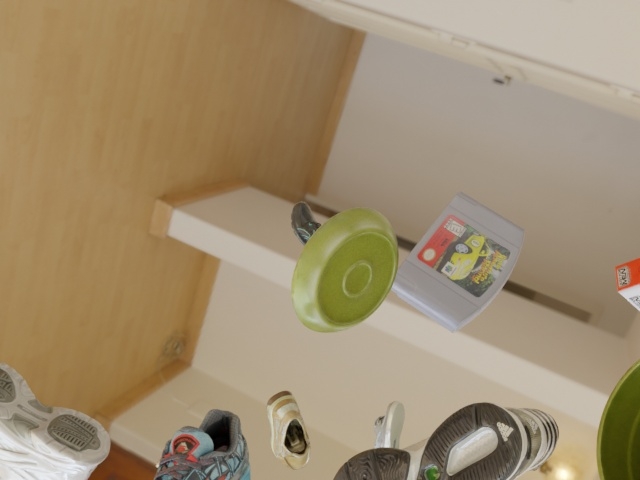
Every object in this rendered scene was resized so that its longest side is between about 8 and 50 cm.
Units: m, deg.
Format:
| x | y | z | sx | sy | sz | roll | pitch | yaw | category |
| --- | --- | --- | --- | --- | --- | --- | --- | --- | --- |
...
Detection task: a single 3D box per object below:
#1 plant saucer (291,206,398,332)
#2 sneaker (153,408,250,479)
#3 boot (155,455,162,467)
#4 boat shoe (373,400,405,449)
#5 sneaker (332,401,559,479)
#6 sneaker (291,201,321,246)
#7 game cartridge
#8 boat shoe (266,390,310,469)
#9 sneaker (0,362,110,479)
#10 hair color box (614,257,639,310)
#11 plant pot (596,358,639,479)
| x | y | z | sx | sy | sz | roll | pitch | yaw | category |
| --- | --- | --- | --- | --- | --- | --- | --- | --- | --- |
| 0.056 | 0.061 | 1.146 | 0.240 | 0.037 | 0.241 | -19 | 122 | -33 | plant saucer |
| -0.165 | 0.272 | 0.733 | 0.262 | 0.104 | 0.125 | -31 | 125 | -69 | sneaker |
| -0.451 | 0.704 | 2.079 | 0.059 | 0.084 | 0.158 | -58 | 155 | 14 | boot |
| 0.191 | 0.566 | 1.937 | 0.079 | 0.081 | 0.228 | -22 | 125 | -47 | boat shoe |
| 0.235 | 0.426 | 1.172 | 0.257 | 0.169 | 0.447 | 13 | 139 | -43 | sneaker |
| 0.000 | 0.000 | 1.917 | 0.106 | 0.268 | 0.101 | -30 | 165 | 32 | sneaker |
| 0.302 | 0.043 | 1.386 | 0.294 | 0.196 | 0.060 | -49 | 166 | -25 | game cartridge |
| -0.046 | 0.338 | 1.096 | 0.068 | 0.072 | 0.190 | -28 | 132 | -16 | boat shoe |
| -0.369 | 0.229 | 0.763 | 0.115 | 0.232 | 0.090 | -60 | 175 | 17 | sneaker |
| 0.448 | 0.041 | 0.805 | 0.141 | 0.072 | 0.043 | -30 | -145 | 41 | hair color box |
| 0.763 | 0.406 | 1.159 | 0.367 | 0.352 | 0.367 | -54 | -161 | 28 | plant pot |
